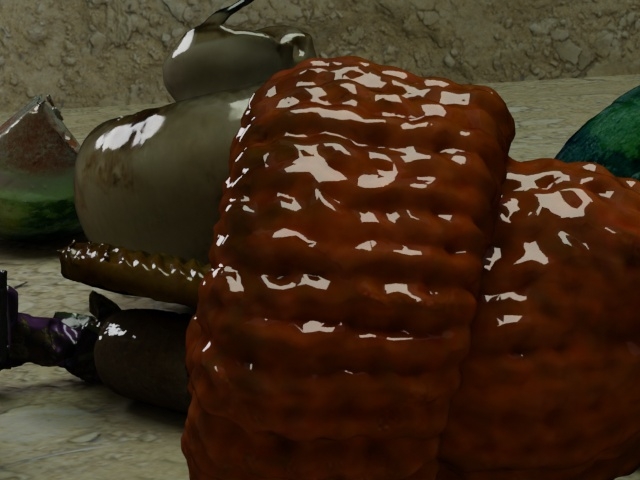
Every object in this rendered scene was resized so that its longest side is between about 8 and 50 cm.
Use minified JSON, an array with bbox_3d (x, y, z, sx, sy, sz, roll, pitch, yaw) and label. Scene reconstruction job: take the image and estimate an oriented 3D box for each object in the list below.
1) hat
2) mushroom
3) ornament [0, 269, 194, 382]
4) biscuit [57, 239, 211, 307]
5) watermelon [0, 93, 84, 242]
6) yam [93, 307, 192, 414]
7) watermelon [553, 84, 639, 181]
[{"bbox_3d":[0.117,0.063,1.104,0.400,0.285,0.285,15,8,-7],"label":"hat"},{"bbox_3d":[-0.056,-0.090,1.726,0.362,0.295,0.362,-11,-1,0],"label":"mushroom"},{"bbox_3d":[-0.183,0.083,1.508,0.203,0.088,0.081,5,-19,-30],"label":"ornament"},{"bbox_3d":[-0.051,0.046,1.451,0.318,0.040,0.318,12,-2,0],"label":"biscuit"},{"bbox_3d":[-0.343,-0.090,2.167,0.224,0.180,0.305,10,6,-12],"label":"watermelon"},{"bbox_3d":[-0.110,0.093,1.394,0.084,0.084,0.127,-12,11,-42],"label":"yam"},{"bbox_3d":[0.288,0.004,1.260,0.319,0.292,0.222,5,5,-9],"label":"watermelon"}]
